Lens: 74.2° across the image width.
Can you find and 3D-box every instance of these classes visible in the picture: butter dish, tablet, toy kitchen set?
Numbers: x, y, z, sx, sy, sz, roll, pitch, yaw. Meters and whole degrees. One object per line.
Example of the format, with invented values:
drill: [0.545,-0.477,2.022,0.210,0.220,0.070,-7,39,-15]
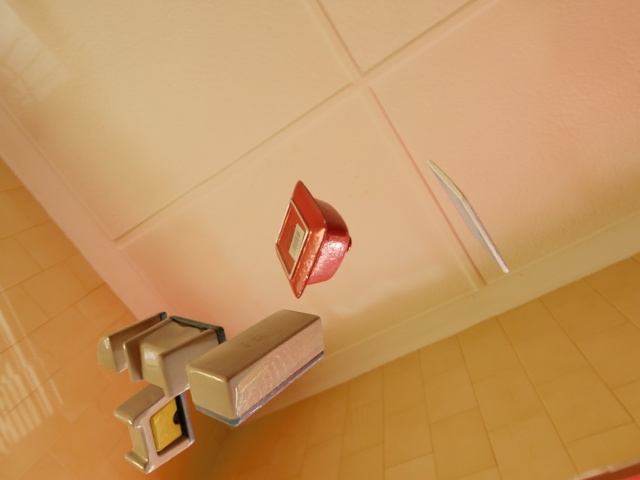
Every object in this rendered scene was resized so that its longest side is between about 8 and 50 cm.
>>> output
butter dish: [0.000,0.000,0.738,0.118,0.159,0.160,6,-58,-26]
tablet: [0.102,-0.017,0.291,0.006,0.054,0.083,-35,-55,12]
toy kitchen set: [-0.107,0.159,0.433,0.207,0.122,0.165,4,-73,36]
